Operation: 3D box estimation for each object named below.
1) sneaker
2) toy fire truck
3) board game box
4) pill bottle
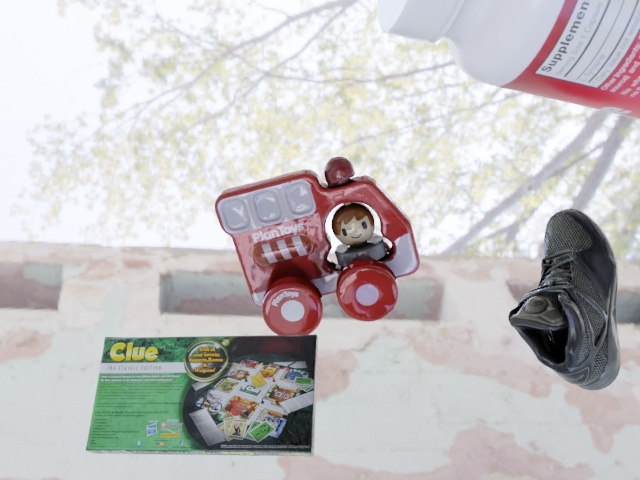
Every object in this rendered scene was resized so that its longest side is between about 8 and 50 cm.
[{"bbox_3d":[0.288,0.054,0.890,0.130,0.087,0.228,23,-119,-37],"label":"sneaker"},{"bbox_3d":[0.000,0.000,1.233,0.302,0.254,0.169,-14,-160,8],"label":"toy fire truck"},{"bbox_3d":[-0.133,0.176,0.860,0.259,0.030,0.136,-1,-114,10],"label":"board game box"},{"bbox_3d":[0.278,-0.256,0.775,0.407,0.229,0.229,10,-152,-11],"label":"pill bottle"}]
